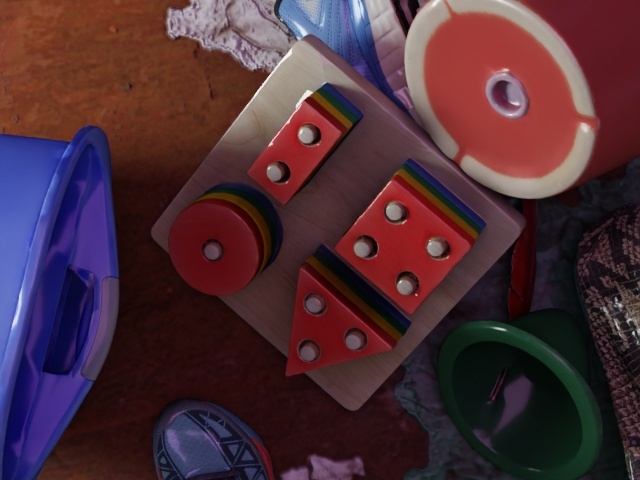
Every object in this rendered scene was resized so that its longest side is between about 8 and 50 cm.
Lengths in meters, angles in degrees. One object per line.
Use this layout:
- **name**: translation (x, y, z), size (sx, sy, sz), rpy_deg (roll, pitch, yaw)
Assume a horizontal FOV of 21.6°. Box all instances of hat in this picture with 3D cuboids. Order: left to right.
- **hat**: translation (0.224, 0.092, 1.561), size (0.173, 0.208, 0.183), rpy_deg (17, 42, 31)

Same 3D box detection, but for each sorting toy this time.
- **sorting toy**: translation (0.000, 0.000, 1.485), size (0.257, 0.089, 0.255), rpy_deg (41, 118, 1)

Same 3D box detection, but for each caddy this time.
- **caddy**: translation (-0.266, 0.059, 1.458), size (0.179, 0.241, 0.341), rpy_deg (13, 86, 5)

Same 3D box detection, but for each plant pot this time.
- **plant pot**: translation (0.220, -0.175, 1.440), size (0.243, 0.275, 0.275), rpy_deg (-38, 88, -37)

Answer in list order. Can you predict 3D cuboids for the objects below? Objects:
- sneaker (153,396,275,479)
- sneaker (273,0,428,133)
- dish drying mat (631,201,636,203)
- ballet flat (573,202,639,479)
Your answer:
- **sneaker**: translation (-0.072, 0.260, 1.507), size (0.104, 0.125, 0.262), rpy_deg (-25, 88, -5)
- **sneaker**: translation (0.052, -0.101, 1.555), size (0.147, 0.130, 0.330), rpy_deg (-20, 94, 19)
- **dish drying mat**: translation (0.324, -0.001, 1.604), size (0.083, 0.008, 0.032), rpy_deg (35, 84, 0)
- **ballet flat**: translation (0.354, 0.195, 1.495), size (0.164, 0.182, 0.483), rpy_deg (-11, 85, -33)
